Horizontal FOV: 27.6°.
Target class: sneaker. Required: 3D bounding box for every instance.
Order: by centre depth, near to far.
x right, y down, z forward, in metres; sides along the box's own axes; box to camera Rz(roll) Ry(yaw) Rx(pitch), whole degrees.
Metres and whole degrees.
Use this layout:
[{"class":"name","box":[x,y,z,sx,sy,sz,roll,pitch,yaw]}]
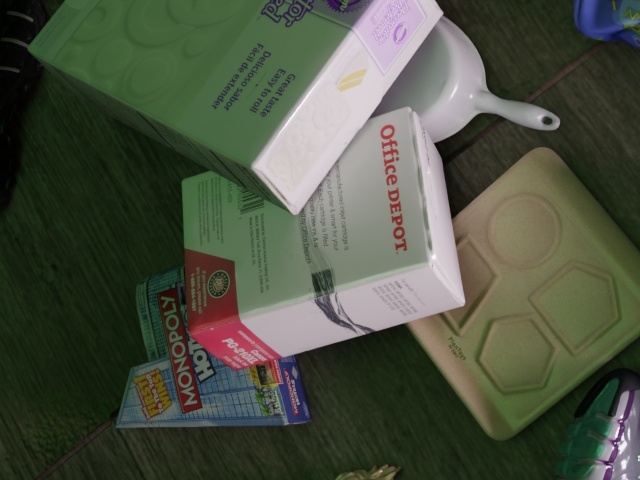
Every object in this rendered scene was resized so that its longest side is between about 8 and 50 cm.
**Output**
[{"class":"sneaker","box":[0.254,0.226,1.134,0.098,0.083,0.223,22,87,-9]},{"class":"sneaker","box":[-0.385,-0.167,1.442,0.108,0.100,0.271,18,94,31]}]

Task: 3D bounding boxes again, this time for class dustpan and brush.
[{"class":"dustpan and brush","box":[0.123,-0.141,1.226,0.211,0.060,0.147,20,89,32]}]

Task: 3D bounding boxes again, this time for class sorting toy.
[{"class":"sorting toy","box":[0.186,0.049,1.189,0.208,0.038,0.193,-41,71,12]}]

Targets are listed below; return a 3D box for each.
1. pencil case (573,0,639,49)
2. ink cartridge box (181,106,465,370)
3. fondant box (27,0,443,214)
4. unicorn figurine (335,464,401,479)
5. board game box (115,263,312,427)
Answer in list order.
[{"class":"pencil case","box":[0.358,-0.168,1.076,0.306,0.119,0.133,31,142,23]},{"class":"ink cartridge box","box":[0.000,0.000,1.196,0.237,0.100,0.172,-17,57,18]},{"class":"fondant box","box":[-0.087,-0.197,1.231,0.330,0.096,0.238,29,78,34]},{"class":"unicorn figurine","box":[0.018,0.278,1.208,0.111,0.162,0.060,0,123,25]},{"class":"board game box","box":[-0.126,0.115,1.316,0.194,0.060,0.194,-20,78,22]}]
